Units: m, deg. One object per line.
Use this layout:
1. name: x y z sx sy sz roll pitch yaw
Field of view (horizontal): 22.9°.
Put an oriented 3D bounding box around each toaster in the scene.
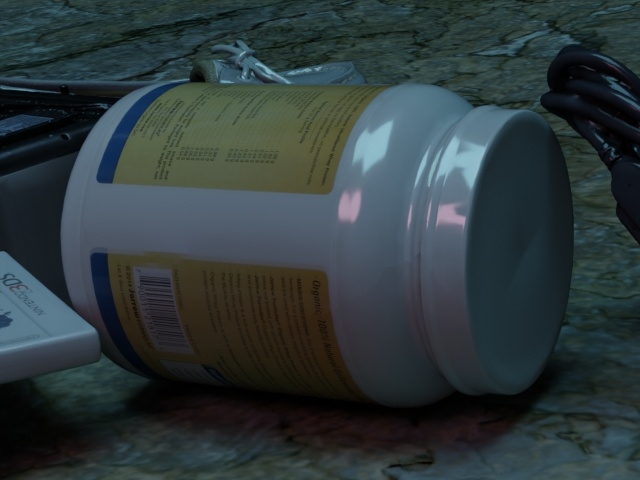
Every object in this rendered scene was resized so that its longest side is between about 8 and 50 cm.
1. toaster: -0.196 -0.020 0.914 0.168 0.110 0.185 7 21 38

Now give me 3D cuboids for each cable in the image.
1. cable: 0.166 -0.020 0.698 0.150 0.047 0.184 17 32 -56

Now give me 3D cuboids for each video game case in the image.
1. video game case: -0.196 0.042 0.706 0.157 0.019 0.143 -11 19 -25

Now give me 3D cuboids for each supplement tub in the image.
1. supplement tub: 0.000 0.000 0.717 0.199 0.144 0.144 4 20 29

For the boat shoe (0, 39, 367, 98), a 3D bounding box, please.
1. boat shoe: -0.114 -0.092 1.129 0.320 0.103 0.118 -10 17 -11
